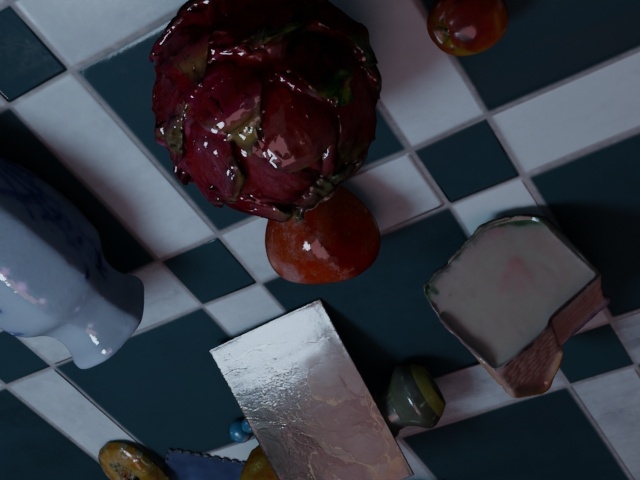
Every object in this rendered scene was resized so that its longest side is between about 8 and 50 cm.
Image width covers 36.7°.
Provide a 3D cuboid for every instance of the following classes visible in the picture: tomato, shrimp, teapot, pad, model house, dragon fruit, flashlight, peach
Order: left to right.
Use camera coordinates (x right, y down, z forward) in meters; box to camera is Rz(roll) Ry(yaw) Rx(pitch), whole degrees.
[{"bbox_3d":[-0.399,0.497,2.085,0.132,0.052,0.187,-28,114,41],"label":"shrimp"},{"bbox_3d":[-0.223,0.560,2.148,0.268,0.012,0.270,13,132,-5],"label":"pad"},{"bbox_3d":[-0.134,0.363,1.934,0.051,0.051,0.129,35,123,-24],"label":"flashlight"},{"bbox_3d":[-0.072,-0.191,1.259,0.329,0.329,0.329,3,133,3],"label":"dragon fruit"},{"bbox_3d":[-0.020,0.313,1.765,0.247,0.007,0.368,-25,96,18],"label":"pad"},{"bbox_3d":[0.000,0.000,1.523,0.186,0.151,0.187,1,137,1],"label":"tomato"},{"bbox_3d":[0.166,0.300,1.798,0.119,0.130,0.165,-31,157,9],"label":"teapot"},{"bbox_3d":[0.197,-0.292,1.277,0.100,0.101,0.101,3,133,3],"label":"peach"},{"bbox_3d":[0.325,0.107,1.578,0.237,0.202,0.237,-45,148,-3],"label":"model house"}]

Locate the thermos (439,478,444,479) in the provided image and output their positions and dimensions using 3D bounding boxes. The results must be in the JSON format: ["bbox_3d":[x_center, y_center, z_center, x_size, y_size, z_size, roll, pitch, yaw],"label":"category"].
[{"bbox_3d":[0.219,0.642,2.093,0.176,0.146,0.265,8,127,7],"label":"thermos"}]

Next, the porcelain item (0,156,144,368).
[{"bbox_3d":[-0.474,0.020,1.531,0.178,0.243,0.405,-40,117,13],"label":"porcelain item"}]

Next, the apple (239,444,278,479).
[{"bbox_3d":[-0.044,0.485,1.948,0.226,0.246,0.246,1,135,31],"label":"apple"}]
